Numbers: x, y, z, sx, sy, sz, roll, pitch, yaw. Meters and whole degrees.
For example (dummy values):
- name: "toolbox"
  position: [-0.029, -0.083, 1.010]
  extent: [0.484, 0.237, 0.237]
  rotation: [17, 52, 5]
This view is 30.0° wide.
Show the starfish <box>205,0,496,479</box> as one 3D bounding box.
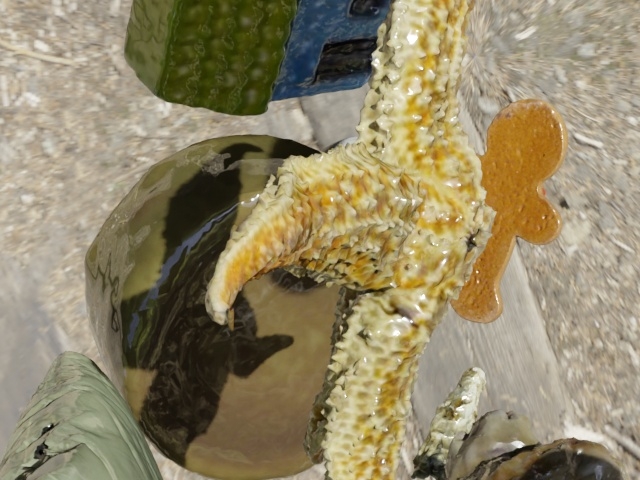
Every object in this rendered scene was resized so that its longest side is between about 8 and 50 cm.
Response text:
- name: "starfish"
  position: [0.032, 0.035, 0.578]
  extent: [0.084, 0.301, 0.294]
  rotation: [14, 134, 12]

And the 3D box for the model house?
- name: "model house"
  position: [-0.074, -0.282, 1.284]
  extent: [0.215, 0.303, 0.237]
  rotation: [53, 142, 30]

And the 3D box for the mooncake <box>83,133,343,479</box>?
- name: "mooncake"
  position: [-0.060, 0.053, 1.035]
  extent: [0.284, 0.155, 0.285]
  rotation: [-11, 118, -20]

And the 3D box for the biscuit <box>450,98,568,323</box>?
- name: "biscuit"
  position: [0.240, -0.046, 1.650]
  extent: [0.205, 0.049, 0.324]
  rotation: [32, 111, 26]

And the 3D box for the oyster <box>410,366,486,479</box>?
- name: "oyster"
  position: [0.181, 0.265, 1.688]
  extent: [0.106, 0.200, 0.061]
  rotation: [-2, 134, 9]

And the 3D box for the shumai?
- name: "shumai"
  position: [0.207, 0.301, 1.293]
  extent: [0.184, 0.185, 0.218]
  rotation: [37, 75, -21]

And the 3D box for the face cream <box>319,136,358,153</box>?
- name: "face cream"
  position: [0.000, 0.000, 1.268]
  extent: [0.195, 0.175, 0.175]
  rotation: [-29, 95, 42]

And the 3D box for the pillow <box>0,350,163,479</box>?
- name: "pillow"
  position: [-0.075, 0.197, 0.497]
  extent: [0.076, 0.281, 0.275]
  rotation: [-19, 98, -5]
